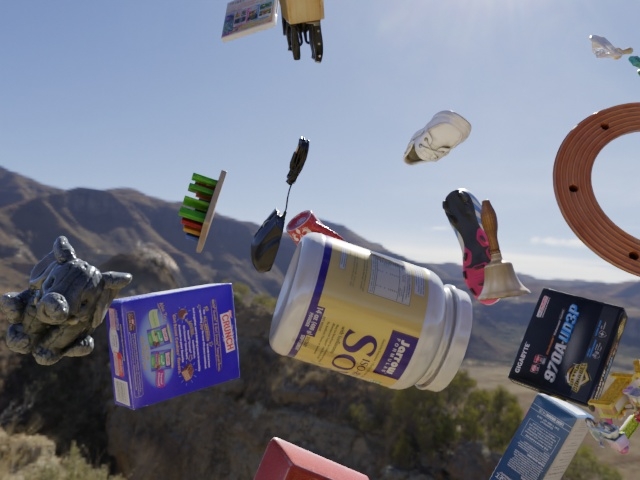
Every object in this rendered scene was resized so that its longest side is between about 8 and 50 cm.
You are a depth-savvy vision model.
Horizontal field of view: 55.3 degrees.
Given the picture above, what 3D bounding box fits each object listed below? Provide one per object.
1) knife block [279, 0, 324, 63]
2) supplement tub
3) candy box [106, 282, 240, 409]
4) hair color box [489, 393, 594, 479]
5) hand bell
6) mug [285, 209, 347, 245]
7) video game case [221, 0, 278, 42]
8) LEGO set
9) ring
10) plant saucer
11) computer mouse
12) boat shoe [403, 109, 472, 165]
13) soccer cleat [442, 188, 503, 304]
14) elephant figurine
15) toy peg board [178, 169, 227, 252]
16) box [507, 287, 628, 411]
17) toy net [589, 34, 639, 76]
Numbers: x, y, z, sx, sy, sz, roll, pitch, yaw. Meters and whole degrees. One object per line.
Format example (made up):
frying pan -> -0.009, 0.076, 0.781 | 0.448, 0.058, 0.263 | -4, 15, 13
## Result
knife block -> -0.041, -0.556, 1.414 | 0.088, 0.242, 0.275 | -13, -9, -10
supplement tub -> 0.090, 0.142, 1.159 | 0.331, 0.241, 0.241 | 18, -8, -6
candy box -> -0.378, 0.263, 1.593 | 0.317, 0.268, 0.122 | -7, 3, -41
hair color box -> 0.492, 0.534, 1.427 | 0.105, 0.347, 0.174 | 30, 5, 39
hand bell -> 0.425, 0.019, 1.484 | 0.126, 0.242, 0.126 | -7, -9, -1
mug -> -0.001, -0.004, 1.750 | 0.150, 0.169, 0.113 | -27, 25, 23
video game case -> -0.185, -0.600, 1.622 | 0.157, 0.143, 0.019 | -9, -32, 20
LEGO set -> 0.615, 0.292, 1.116 | 0.287, 0.107, 0.132 | -31, 10, -5
ring -> 0.541, -0.081, 0.972 | 0.336, 0.336, 0.032 | 4, -26, 7
plant saucer -> -0.029, 0.507, 1.052 | 0.258, 0.259, 0.048 | 35, -22, -32
computer mouse -> -0.068, -0.053, 0.952 | 0.041, 0.242, 0.071 | 16, 26, -8
boat shoe -> 0.280, -0.236, 1.506 | 0.098, 0.096, 0.277 | 38, -12, -5
soccer cleat -> 0.432, 0.012, 1.633 | 0.116, 0.331, 0.143 | -29, -25, 35
elephant figurine -> -0.375, 0.080, 0.932 | 0.169, 0.186, 0.239 | 2, -33, -40
toy peg board -> -0.304, -0.081, 1.531 | 0.079, 0.161, 0.160 | 18, -31, -9
box -> 0.519, 0.224, 1.284 | 0.175, 0.220, 0.051 | 15, -18, 41
toy net -> 0.755, -0.432, 1.500 | 0.232, 0.122, 0.045 | 20, -44, -6
